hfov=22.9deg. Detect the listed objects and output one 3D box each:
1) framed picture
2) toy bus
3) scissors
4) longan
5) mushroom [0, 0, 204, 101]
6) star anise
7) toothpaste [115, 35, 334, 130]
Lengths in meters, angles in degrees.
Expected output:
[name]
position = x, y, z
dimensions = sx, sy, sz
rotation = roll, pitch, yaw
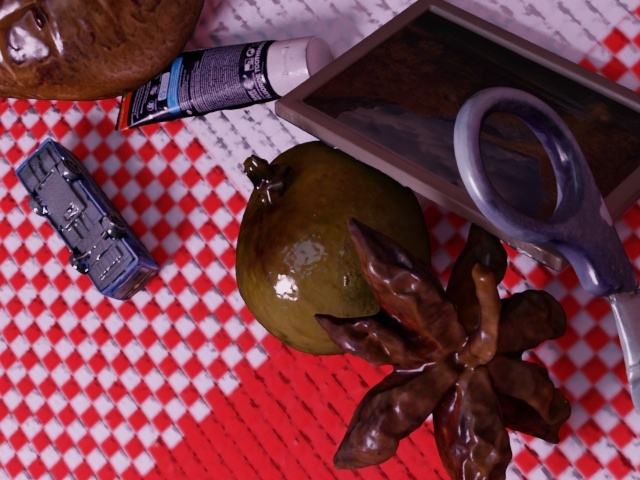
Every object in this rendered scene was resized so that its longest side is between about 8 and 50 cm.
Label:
[framed picture]
position = 0.118, -0.085, 1.118
dimensions = 0.250, 0.016, 0.184
rotation = 31, 52, 29
[toy bus]
position = -0.188, -0.016, 1.277
dimensions = 0.051, 0.061, 0.153
rotation = -46, 62, 10
[scissors]
position = 0.218, 0.077, 1.014
dimensions = 0.029, 0.256, 0.383
rotation = -20, 78, 57
[longan]
position = 0.000, 0.000, 1.126
dimensions = 0.145, 0.176, 0.154
rotation = -44, 35, 6
[mushroom]
position = -0.209, -0.220, 1.293
dimensions = 0.253, 0.153, 0.253
rotation = -10, 64, 20
[star anise]
position = 0.092, 0.082, 1.053
dimensions = 0.111, 0.212, 0.196
rotation = 26, 94, 53
[toothpaste]
position = -0.083, -0.132, 1.271
dimensions = 0.194, 0.045, 0.071
rotation = -7, 66, 30
